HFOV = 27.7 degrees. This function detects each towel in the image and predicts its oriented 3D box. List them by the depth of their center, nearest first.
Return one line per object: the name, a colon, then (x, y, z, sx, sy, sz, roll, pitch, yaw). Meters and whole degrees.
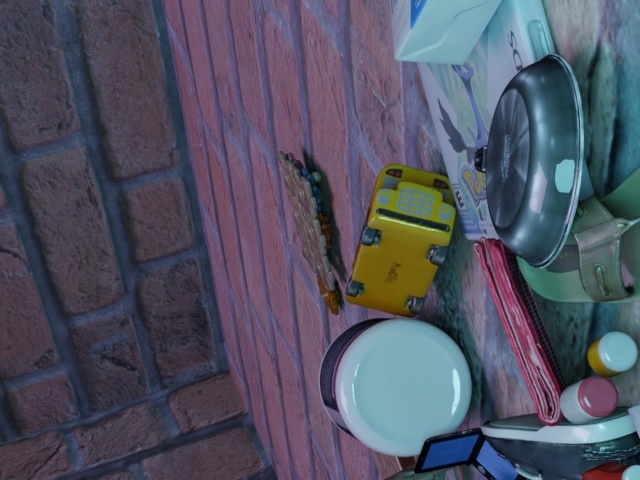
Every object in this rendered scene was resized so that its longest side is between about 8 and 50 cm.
towel: (0.222, 0.091, 1.377, 0.275, 0.031, 0.199, 8, -119, -77)

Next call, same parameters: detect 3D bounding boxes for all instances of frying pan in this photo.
frying pan: (0.185, -0.101, 1.247, 0.326, 0.053, 0.197, -108, 23, -63)

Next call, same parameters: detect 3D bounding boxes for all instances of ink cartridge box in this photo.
ink cartridge box: (0.116, -0.308, 1.293, 0.134, 0.078, 0.231, 119, 150, -64)

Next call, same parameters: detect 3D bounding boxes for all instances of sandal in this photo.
sandal: (0.252, 0.010, 1.164, 0.303, 0.086, 0.120, -32, 75, 65)

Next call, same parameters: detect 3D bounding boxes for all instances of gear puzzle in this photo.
gear puzzle: (0.000, 0.000, 2.437, 0.175, 0.044, 0.339, -131, 23, -58)

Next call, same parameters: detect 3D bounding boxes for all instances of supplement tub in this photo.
supplement tub: (0.100, 0.207, 1.888, 0.272, 0.191, 0.191, 159, 93, -82)

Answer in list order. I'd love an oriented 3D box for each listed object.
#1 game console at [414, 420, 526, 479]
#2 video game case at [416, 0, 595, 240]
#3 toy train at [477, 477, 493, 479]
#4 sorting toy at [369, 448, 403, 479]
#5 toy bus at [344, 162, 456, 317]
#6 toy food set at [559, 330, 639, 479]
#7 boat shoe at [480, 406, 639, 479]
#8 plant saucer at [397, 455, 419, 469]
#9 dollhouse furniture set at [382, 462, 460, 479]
game console: (0.205, 0.308, 1.754, 0.124, 0.085, 0.144, 43, 158, 18)
video game case: (0.187, -0.144, 1.411, 0.329, 0.036, 0.300, -177, 70, -77)
toy train: (0.252, 0.375, 1.704, 0.105, 0.080, 0.184, 42, 168, -18)
sorting toy: (0.135, 0.418, 2.426, 0.193, 0.038, 0.208, 101, 144, -66)
toy bus: (0.106, 0.004, 1.722, 0.332, 0.108, 0.130, 102, -176, -66)
toy food set: (0.304, 0.192, 1.185, 0.104, 0.111, 0.232, 122, 128, -72)
boat shoe: (0.261, 0.237, 1.429, 0.302, 0.114, 0.091, 149, 109, -78)
plant saucer: (0.153, 0.353, 2.264, 0.168, 0.029, 0.168, 163, 90, -77)
dollhouse furniture set: (0.206, 0.408, 1.954, 0.184, 0.129, 0.129, -5, 102, 53)
